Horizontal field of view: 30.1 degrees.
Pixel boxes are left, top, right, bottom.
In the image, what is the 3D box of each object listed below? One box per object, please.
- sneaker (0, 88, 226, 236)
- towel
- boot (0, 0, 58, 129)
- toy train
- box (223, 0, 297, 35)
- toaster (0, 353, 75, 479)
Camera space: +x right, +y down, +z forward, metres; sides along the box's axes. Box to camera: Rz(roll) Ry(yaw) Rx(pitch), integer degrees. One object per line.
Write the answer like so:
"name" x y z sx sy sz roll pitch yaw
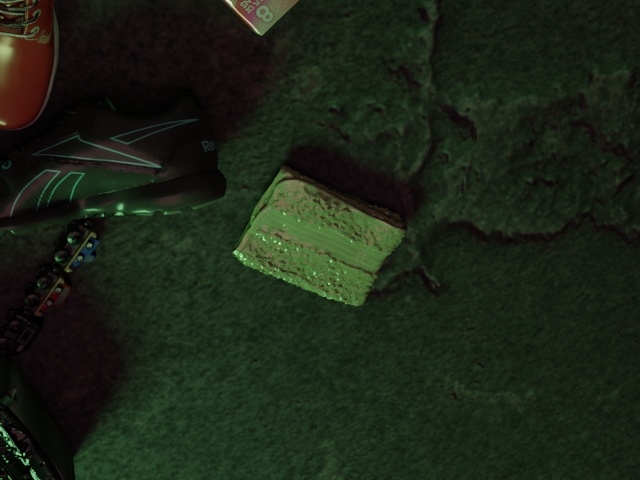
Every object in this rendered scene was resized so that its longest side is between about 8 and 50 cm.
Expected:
"sneaker" -0.219 -0.065 1.028 0.267 0.101 0.106 -10 100 -12
"towel" 0.000 0.000 1.134 0.148 0.027 0.110 23 109 -22
"boot" -0.241 -0.179 0.907 0.088 0.176 0.244 0 117 -15
"toy train" -0.249 0.045 1.097 0.036 0.027 0.158 29 106 -27
"box" 0.002 -0.325 0.911 0.300 0.142 0.154 -43 117 9
"toaster" -0.325 0.211 1.113 0.185 0.110 0.168 -26 119 0
